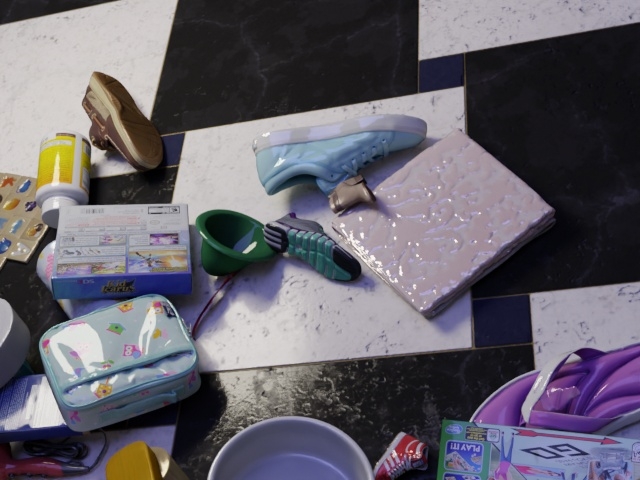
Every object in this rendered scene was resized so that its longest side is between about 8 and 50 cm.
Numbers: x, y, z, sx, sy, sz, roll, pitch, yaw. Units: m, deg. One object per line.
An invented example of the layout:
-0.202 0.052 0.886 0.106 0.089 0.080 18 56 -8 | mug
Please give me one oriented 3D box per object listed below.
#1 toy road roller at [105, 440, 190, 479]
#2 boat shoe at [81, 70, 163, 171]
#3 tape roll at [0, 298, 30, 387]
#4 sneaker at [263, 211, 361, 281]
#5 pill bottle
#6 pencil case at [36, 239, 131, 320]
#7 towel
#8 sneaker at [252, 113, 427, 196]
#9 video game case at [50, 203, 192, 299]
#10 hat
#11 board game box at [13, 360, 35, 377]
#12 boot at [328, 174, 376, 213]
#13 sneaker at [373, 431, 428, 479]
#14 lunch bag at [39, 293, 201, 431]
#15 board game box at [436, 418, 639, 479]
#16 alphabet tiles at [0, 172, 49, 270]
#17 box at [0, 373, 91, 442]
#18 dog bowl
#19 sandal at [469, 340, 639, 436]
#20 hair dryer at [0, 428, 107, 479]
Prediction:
-0.296 0.503 1.526 0.240 0.203 0.329 -29 31 1 | toy road roller
-0.480 -0.257 2.313 0.123 0.123 0.342 -50 54 19 | boat shoe
-0.679 0.212 1.910 0.219 0.072 0.219 -13 43 13 | tape roll
0.000 0.000 1.940 0.223 0.083 0.098 27 42 23 | sneaker
-0.583 -0.137 2.230 0.117 0.117 0.215 -12 57 11 | pill bottle
-0.478 0.103 2.013 0.124 0.113 0.273 -41 50 -10 | pencil case
0.232 -0.039 1.896 0.331 0.053 0.317 -36 51 -8 | towel
0.046 -0.164 2.040 0.365 0.135 0.150 -9 81 8 | sneaker
-0.398 0.018 1.992 0.269 0.061 0.244 -2 36 -9 | video game case
-0.206 0.059 2.002 0.173 0.184 0.208 40 30 27 | hat
-0.777 0.244 2.039 0.253 0.079 0.336 -39 50 -12 | board game box
0.059 -0.082 1.946 0.087 0.042 0.118 -36 28 9 | boot
0.133 0.375 1.617 0.067 0.042 0.118 17 59 34 | sneaker
-0.365 0.226 1.832 0.279 0.108 0.224 -18 46 -19 | lunch bag
0.331 0.393 1.482 0.317 0.046 0.214 2 74 22 | board game box
-0.772 -0.042 2.307 0.342 0.011 0.285 9 57 27 | alphabet tiles
-0.538 0.313 1.854 0.225 0.037 0.136 -5 42 1 | box
-0.046 0.416 1.561 0.264 0.104 0.265 1 45 -1 | dog bowl
0.414 0.242 1.574 0.416 0.102 0.169 -25 49 1 | sandal
-0.562 0.413 1.824 0.223 0.080 0.293 30 68 37 | hair dryer
